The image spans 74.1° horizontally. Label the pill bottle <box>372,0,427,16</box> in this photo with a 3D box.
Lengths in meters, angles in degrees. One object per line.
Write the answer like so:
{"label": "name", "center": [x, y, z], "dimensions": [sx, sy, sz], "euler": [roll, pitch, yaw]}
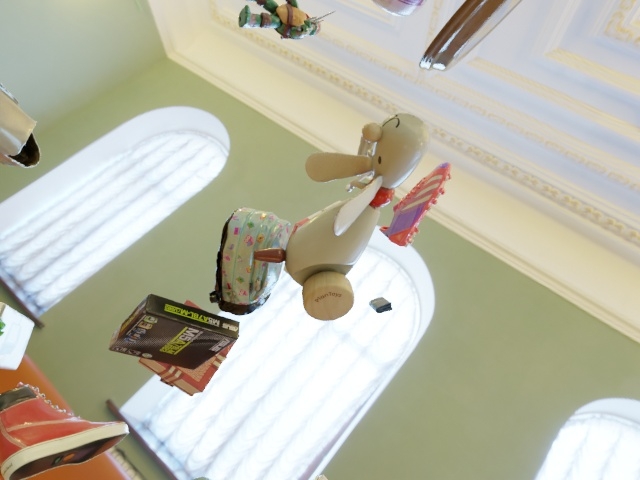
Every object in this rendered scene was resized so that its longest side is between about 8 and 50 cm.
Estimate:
{"label": "pill bottle", "center": [0.205, -0.589, 0.777], "dimensions": [0.169, 0.169, 0.301], "euler": [46, -34, -2]}

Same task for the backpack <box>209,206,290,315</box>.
{"label": "backpack", "center": [-0.123, 0.029, 0.766], "dimensions": [0.115, 0.152, 0.181], "euler": [13, -64, 2]}

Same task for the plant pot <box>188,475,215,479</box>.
{"label": "plant pot", "center": [-0.325, 0.734, 1.084], "dimensions": [0.290, 0.290, 0.195], "euler": [86, -21, -56]}

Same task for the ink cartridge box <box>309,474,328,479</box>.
{"label": "ink cartridge box", "center": [0.023, 0.737, 0.863], "dimensions": [0.395, 0.166, 0.285], "euler": [45, -57, 15]}

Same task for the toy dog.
{"label": "toy dog", "center": [0.010, -0.042, 0.634], "dimensions": [0.161, 0.333, 0.220], "euler": [13, 15, -23]}

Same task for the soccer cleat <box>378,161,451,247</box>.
{"label": "soccer cleat", "center": [0.239, -0.096, 1.070], "dimensions": [0.095, 0.083, 0.248], "euler": [34, -64, 16]}

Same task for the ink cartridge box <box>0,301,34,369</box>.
{"label": "ink cartridge box", "center": [-0.786, 0.194, 0.907], "dimensions": [0.226, 0.131, 0.306], "euler": [16, -22, -18]}

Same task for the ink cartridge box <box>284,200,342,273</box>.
{"label": "ink cartridge box", "center": [0.000, 0.000, 1.169], "dimensions": [0.092, 0.218, 0.158], "euler": [38, -53, 14]}

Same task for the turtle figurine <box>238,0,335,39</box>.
{"label": "turtle figurine", "center": [-0.068, -0.507, 0.949], "dimensions": [0.118, 0.234, 0.175], "euler": [-49, -129, 51]}

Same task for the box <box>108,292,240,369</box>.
{"label": "box", "center": [-0.284, 0.185, 0.823], "dimensions": [0.184, 0.045, 0.191], "euler": [28, -48, -29]}

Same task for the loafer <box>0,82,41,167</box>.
{"label": "loafer", "center": [-0.547, -0.205, 0.723], "dimensions": [0.092, 0.101, 0.268], "euler": [19, -19, -14]}

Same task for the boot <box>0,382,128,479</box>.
{"label": "boot", "center": [-0.505, 0.344, 0.827], "dimensions": [0.176, 0.088, 0.244], "euler": [46, 8, 26]}

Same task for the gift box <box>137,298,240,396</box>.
{"label": "gift box", "center": [-0.463, 0.354, 1.452], "dimensions": [0.276, 0.255, 0.258], "euler": [41, -33, -6]}

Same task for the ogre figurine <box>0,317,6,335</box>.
{"label": "ogre figurine", "center": [-0.523, 0.164, 0.569], "dimensions": [0.096, 0.118, 0.197], "euler": [58, -10, -32]}

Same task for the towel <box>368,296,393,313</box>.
{"label": "towel", "center": [0.210, 0.226, 1.495], "dimensions": [0.119, 0.067, 0.029], "euler": [-143, -143, -80]}

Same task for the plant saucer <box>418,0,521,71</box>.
{"label": "plant saucer", "center": [0.266, -0.359, 0.640], "dimensions": [0.041, 0.278, 0.278], "euler": [47, -24, 0]}
